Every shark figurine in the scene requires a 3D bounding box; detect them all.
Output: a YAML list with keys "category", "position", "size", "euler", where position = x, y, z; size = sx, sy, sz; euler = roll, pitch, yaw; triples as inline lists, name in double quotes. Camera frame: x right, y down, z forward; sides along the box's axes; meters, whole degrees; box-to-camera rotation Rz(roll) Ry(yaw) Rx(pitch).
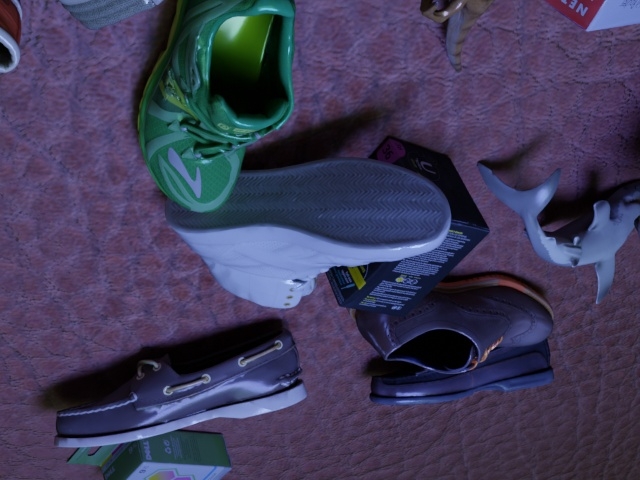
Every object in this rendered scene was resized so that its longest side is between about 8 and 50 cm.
- category: "shark figurine"
  position: [0.295, -0.013, 1.164]
  size: [0.278, 0.116, 0.166]
  euler: [4, 103, -41]

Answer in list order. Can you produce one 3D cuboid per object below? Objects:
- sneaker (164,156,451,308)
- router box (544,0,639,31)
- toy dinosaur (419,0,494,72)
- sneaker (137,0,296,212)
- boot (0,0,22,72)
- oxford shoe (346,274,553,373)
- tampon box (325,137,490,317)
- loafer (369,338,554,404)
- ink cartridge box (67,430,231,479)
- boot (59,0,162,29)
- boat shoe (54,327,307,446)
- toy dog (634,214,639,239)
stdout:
- category: "sneaker"
  position: [0.000, 0.000, 0.975]
  size: [0.293, 0.108, 0.169]
  euler: [3, 151, 16]
- category: "router box"
  position: [0.311, -0.311, 0.668]
  size: [0.335, 0.082, 0.301]
  euler: [-21, 147, -50]
- category: "toy dinosaur"
  position: [0.137, -0.223, 0.845]
  size: [0.112, 0.064, 0.211]
  euler: [-2, 139, -26]
- category: "sneaker"
  position: [-0.092, -0.123, 0.804]
  size: [0.110, 0.123, 0.295]
  euler: [-3, 139, -22]
- category: "boot"
  position: [-0.280, -0.186, 0.667]
  size: [0.059, 0.084, 0.158]
  euler: [-33, 140, 18]
- category: "oxford shoe"
  position: [0.196, 0.128, 1.253]
  size: [0.364, 0.132, 0.130]
  euler: [7, 134, -33]
- category: "tampon box"
  position: [0.085, -0.011, 1.035]
  size: [0.101, 0.120, 0.161]
  euler: [12, 132, -38]
- category: "loafer"
  position: [0.212, 0.186, 1.389]
  size: [0.303, 0.095, 0.109]
  euler: [-5, -178, -19]
- category: "ink cartridge box"
  position: [-0.249, 0.330, 1.343]
  size: [0.209, 0.062, 0.109]
  euler: [16, 130, -39]
- category: "boot"
  position: [-0.148, -0.253, 0.655]
  size: [0.213, 0.077, 0.165]
  euler: [-31, 142, 21]
- category: "boat shoe"
  position: [-0.183, 0.191, 1.175]
  size: [0.325, 0.096, 0.116]
  euler: [-11, -177, -8]
- category: "toy dog"
  position: [0.556, -0.028, 1.042]
  size: [0.408, 0.395, 0.284]
  euler: [-27, 153, -7]
